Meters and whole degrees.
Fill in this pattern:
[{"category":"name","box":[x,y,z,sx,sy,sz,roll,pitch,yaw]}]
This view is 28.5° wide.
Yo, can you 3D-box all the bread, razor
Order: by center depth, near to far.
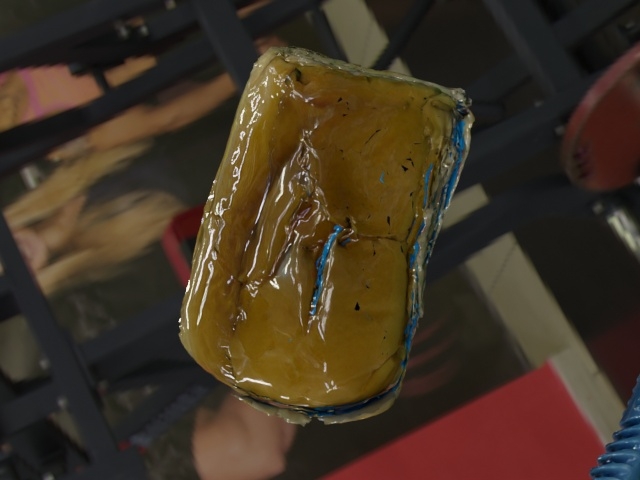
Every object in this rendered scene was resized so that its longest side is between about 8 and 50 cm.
[{"category":"bread","box":[0.000,0.000,0.371,0.053,0.072,0.106,-80,5,-77]},{"category":"razor","box":[0.247,0.093,0.891,0.042,0.253,0.082,40,148,-2]}]
